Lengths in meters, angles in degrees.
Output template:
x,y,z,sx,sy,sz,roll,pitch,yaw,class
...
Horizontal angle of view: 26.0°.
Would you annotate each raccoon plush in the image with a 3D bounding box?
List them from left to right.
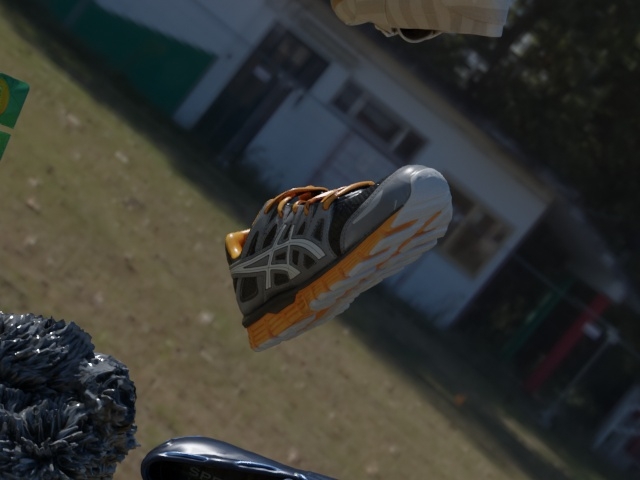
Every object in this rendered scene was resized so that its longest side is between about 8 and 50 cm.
x,y,z,sx,sy,sz,roll,pitch,yaw,class
-0.378,0.191,1.259,0.446,0.216,0.299,30,35,6,raccoon plush

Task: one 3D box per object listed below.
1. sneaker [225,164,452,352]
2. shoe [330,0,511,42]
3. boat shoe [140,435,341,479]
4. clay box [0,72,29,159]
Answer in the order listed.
x,y,z,sx,sy,sz,roll,pitch,yaw,class
0.000,0.000,0.869,0.084,0.215,0.083,-18,78,-40,sneaker
0.075,-0.182,1.092,0.077,0.058,0.219,-9,7,-29,shoe
-0.030,0.233,1.108,0.258,0.109,0.089,12,0,17,boat shoe
-0.396,-0.120,1.297,0.222,0.127,0.053,18,-24,-2,clay box
